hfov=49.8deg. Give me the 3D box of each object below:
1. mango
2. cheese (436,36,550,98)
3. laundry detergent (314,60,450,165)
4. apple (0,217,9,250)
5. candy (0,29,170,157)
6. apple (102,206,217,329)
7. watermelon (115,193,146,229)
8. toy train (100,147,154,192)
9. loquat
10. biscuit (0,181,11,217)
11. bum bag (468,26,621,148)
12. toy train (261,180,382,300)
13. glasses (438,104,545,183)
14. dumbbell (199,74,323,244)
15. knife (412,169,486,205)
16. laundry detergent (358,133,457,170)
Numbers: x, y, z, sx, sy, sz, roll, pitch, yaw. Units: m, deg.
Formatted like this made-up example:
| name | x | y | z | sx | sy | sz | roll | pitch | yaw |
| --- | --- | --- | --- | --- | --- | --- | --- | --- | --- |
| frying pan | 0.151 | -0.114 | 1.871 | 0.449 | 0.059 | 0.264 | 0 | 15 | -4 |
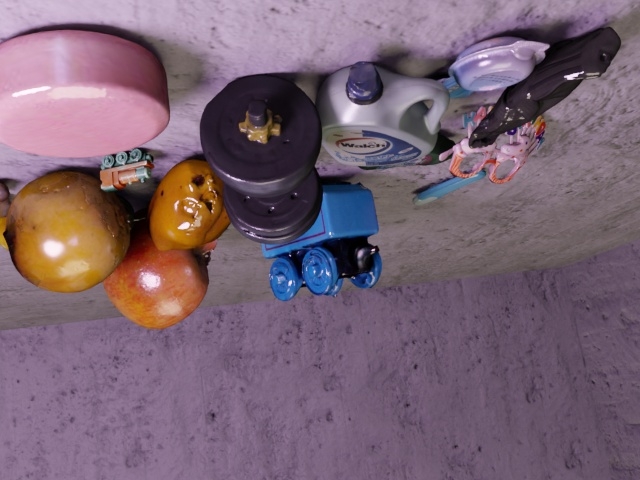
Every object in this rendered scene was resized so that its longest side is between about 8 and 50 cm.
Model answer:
| name | x | y | z | sx | sy | sz | roll | pitch | yaw |
| --- | --- | --- | --- | --- | --- | --- | --- | --- | --- |
| mango | -0.251 | -0.063 | 1.366 | 0.152 | 0.201 | 0.287 | 37 | 157 | -5 |
| cheese | 0.248 | -0.262 | 1.071 | 0.135 | 0.052 | 0.245 | 0 | 173 | -27 |
| laundry detergent | 0.095 | -0.208 | 1.095 | 0.215 | 0.105 | 0.280 | -2 | 166 | 5 |
| apple | -0.632 | -0.024 | 1.468 | 0.114 | 0.099 | 0.102 | 3 | 161 | -31 |
| candy | -0.333 | -0.187 | 0.928 | 0.255 | 0.094 | 0.255 | -9 | 168 | -2 |
| apple | -0.377 | 0.036 | 1.535 | 0.251 | 0.293 | 0.163 | -17 | 149 | 25 |
| watermelon | -0.435 | -0.048 | 1.458 | 0.133 | 0.105 | 0.105 | 1 | 167 | -1 |
| toy train | -0.351 | -0.128 | 1.254 | 0.103 | 0.064 | 0.044 | -11 | 166 | 12 |
| loquat | -0.473 | -0.016 | 1.295 | 0.235 | 0.235 | 0.235 | -8 | 168 | -2 |
| biscuit | -0.700 | -0.075 | 1.306 | 0.208 | 0.047 | 0.164 | -3 | 166 | -22 |
| bum bag | 0.352 | -0.248 | 1.109 | 0.142 | 0.080 | 0.326 | -43 | -176 | -29 |
| toy train | 0.000 | 0.000 | 1.603 | 0.188 | 0.265 | 0.300 | -4 | 172 | -37 |
| glasses | 0.343 | -0.206 | 1.368 | 0.255 | 0.095 | 0.162 | 0 | 135 | -37 |
| dumbbell | -0.087 | -0.119 | 1.125 | 0.185 | 0.185 | 0.388 | -8 | 161 | -3 |
| knife | 0.323 | -0.136 | 1.752 | 0.064 | 0.031 | 0.222 | 9 | 156 | -43 |
| laundry detergent | 0.184 | -0.180 | 1.391 | 0.211 | 0.063 | 0.137 | -5 | 168 | -24 |
